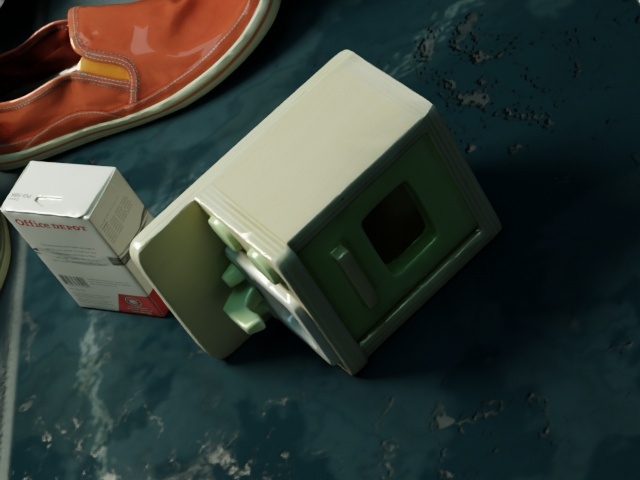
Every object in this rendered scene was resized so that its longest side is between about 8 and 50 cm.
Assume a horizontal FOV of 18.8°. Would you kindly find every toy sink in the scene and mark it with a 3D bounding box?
[{"bbox_3d":[0.000,0.000,1.477,0.234,0.153,0.131,-42,44,-10],"label":"toy sink"}]

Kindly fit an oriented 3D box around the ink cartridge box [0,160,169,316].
[{"bbox_3d":[-0.185,-0.002,1.601,0.099,0.135,0.056,6,55,34],"label":"ink cartridge box"}]

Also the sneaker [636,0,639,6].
[{"bbox_3d":[0.339,-0.200,1.523,0.097,0.084,0.234,-25,39,-26],"label":"sneaker"}]

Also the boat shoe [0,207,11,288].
[{"bbox_3d":[-0.351,0.036,1.690,0.113,0.103,0.302,-19,43,20],"label":"boat shoe"}]

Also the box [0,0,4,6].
[{"bbox_3d":[-0.388,-0.107,1.730,0.063,0.067,0.324,-22,36,51],"label":"box"}]

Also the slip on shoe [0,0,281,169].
[{"bbox_3d":[-0.190,-0.172,1.784,0.331,0.101,0.123,-22,42,11],"label":"slip on shoe"}]
